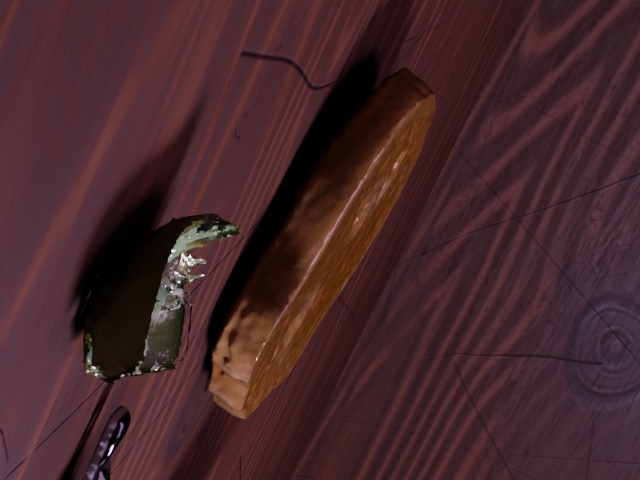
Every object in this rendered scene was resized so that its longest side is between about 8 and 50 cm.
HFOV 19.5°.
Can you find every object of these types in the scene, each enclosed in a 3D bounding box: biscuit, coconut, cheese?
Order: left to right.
[{"bbox_3d":[-0.172,0.191,1.327,0.162,0.036,0.086,-64,171,16],"label":"cheese"},{"bbox_3d":[-0.102,0.035,1.130,0.133,0.055,0.158,-62,176,-14],"label":"coconut"},{"bbox_3d":[-0.002,-0.001,1.766,0.365,0.062,0.385,-59,173,-8],"label":"biscuit"}]
